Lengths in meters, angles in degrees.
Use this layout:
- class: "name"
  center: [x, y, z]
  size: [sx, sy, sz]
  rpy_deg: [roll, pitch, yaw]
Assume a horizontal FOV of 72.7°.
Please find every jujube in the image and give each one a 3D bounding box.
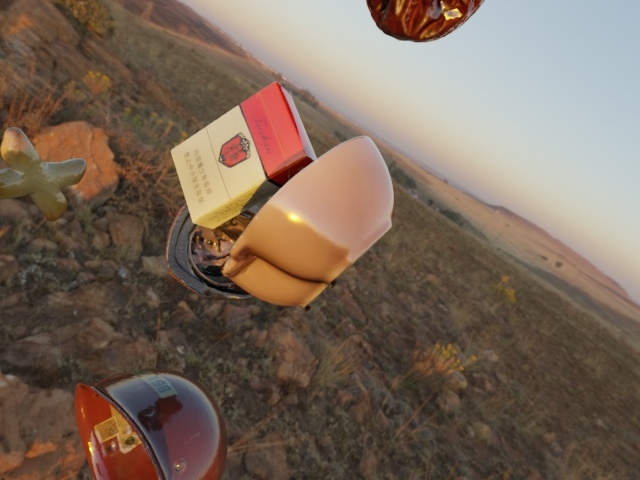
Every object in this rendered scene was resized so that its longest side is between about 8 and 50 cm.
- class: "jujube"
  center: [0.222, -0.582, 0.820]
  size: [0.276, 0.377, 0.277]
  rpy_deg: [3, 53, -4]

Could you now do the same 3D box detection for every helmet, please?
- class: "helmet"
  center: [-0.197, 0.010, 0.846]
  size: [0.253, 0.199, 0.154]
  rpy_deg: [22, -5, -39]
- class: "helmet"
  center: [-0.308, 0.403, 0.877]
  size: [0.384, 0.338, 0.230]
  rpy_deg: [9, 19, 38]

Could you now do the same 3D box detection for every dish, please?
- class: "dish"
  center: [0.000, 0.000, 0.452]
  size: [0.090, 0.213, 0.213]
  rpy_deg: [47, 17, 5]

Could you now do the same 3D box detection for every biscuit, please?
- class: "biscuit"
  center: [-0.613, -0.132, 0.938]
  size: [0.047, 0.165, 0.208]
  rpy_deg: [26, -4, 14]

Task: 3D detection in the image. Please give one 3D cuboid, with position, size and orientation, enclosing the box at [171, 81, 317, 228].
- class: "box"
  center: [-0.087, -0.093, 0.489]
  size: [0.100, 0.152, 0.048]
  rpy_deg: [68, 15, 15]
